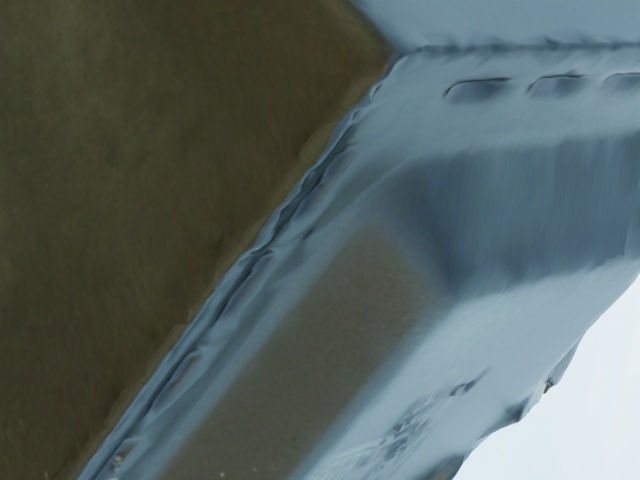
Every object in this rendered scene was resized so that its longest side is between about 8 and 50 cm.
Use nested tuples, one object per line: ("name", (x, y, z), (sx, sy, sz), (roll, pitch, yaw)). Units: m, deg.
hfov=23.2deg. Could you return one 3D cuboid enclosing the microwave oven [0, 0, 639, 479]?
("microwave oven", (-0.105, -0.009, 0.566), (0.374, 0.236, 0.432), (53, -55, 22))
